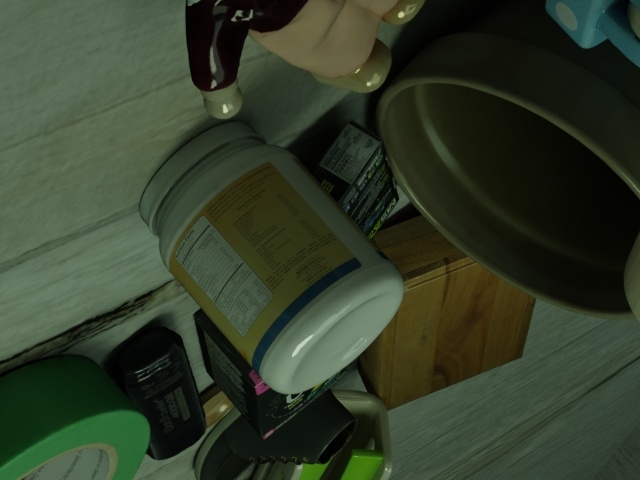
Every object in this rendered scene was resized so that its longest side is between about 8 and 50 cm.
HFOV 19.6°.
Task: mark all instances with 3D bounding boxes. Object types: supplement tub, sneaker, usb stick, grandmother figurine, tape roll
[{"bbox_3d":[-0.043,0.012,1.539,0.144,0.199,0.144,-36,160,-16],"label":"supplement tub"},{"bbox_3d":[-0.056,0.241,2.141,0.083,0.118,0.222,-15,148,-53],"label":"sneaker"},{"bbox_3d":[-0.160,0.158,1.871,0.077,0.045,0.278,-31,160,-11],"label":"usb stick"},{"bbox_3d":[-0.037,-0.184,1.299,0.342,0.104,0.207,20,89,-66],"label":"grandmother figurine"},{"bbox_3d":[-0.304,0.245,1.711,0.321,0.077,0.321,-39,161,-16],"label":"tape roll"}]

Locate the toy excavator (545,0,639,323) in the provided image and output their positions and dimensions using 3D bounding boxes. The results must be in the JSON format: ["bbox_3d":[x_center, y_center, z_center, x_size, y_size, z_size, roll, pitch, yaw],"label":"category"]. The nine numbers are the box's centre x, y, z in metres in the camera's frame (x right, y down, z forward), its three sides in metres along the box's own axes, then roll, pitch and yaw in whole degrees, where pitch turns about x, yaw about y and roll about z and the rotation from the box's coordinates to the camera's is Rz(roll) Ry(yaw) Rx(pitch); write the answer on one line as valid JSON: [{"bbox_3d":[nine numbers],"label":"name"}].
[{"bbox_3d":[0.310,-0.181,1.429,0.433,0.445,0.222,-36,160,-18],"label":"toy excavator"}]

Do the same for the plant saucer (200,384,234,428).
[{"bbox_3d":[-0.121,0.182,2.044,0.083,0.015,0.083,-36,161,-15],"label":"plant saucer"}]

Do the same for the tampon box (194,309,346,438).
[{"bbox_3d":[-0.047,0.107,1.889,0.120,0.101,0.161,-38,161,-14],"label":"tampon box"}]

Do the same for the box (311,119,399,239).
[{"bbox_3d":[0.000,0.000,1.726,0.190,0.045,0.184,-55,168,-9],"label":"box"}]

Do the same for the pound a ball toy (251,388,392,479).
[{"bbox_3d":[0.021,0.311,2.371,0.208,0.135,0.319,3,144,-15],"label":"pound a ball toy"}]

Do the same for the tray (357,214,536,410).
[{"bbox_3d":[0.151,0.075,2.174,0.203,0.076,0.411,-21,158,-8],"label":"tray"}]

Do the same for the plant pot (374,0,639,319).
[{"bbox_3d":[0.258,-0.134,1.719,0.280,0.323,0.323,-52,166,-21],"label":"plant pot"}]
